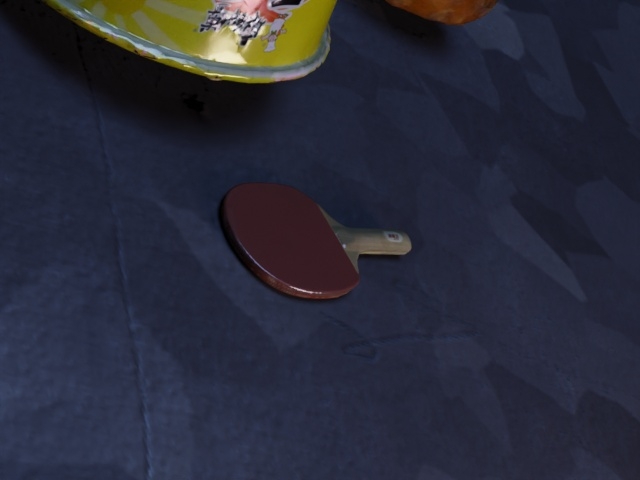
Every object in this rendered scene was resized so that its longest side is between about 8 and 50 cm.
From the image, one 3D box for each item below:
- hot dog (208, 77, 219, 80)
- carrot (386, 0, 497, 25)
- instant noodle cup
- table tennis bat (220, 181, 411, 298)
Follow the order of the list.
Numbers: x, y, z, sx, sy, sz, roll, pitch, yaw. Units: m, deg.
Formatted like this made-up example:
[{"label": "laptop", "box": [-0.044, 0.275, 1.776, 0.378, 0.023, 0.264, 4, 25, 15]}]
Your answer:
[{"label": "hot dog", "box": [-0.083, -0.144, 1.234, 0.090, 0.034, 0.030, 47, 32, 2]}, {"label": "carrot", "box": [0.057, -0.258, 1.430, 0.225, 0.159, 0.159, 51, 31, -7]}, {"label": "instant noodle cup", "box": [-0.067, -0.250, 1.175, 0.264, 0.200, 0.264, 23, 31, -15]}, {"label": "table tennis bat", "box": [0.000, 0.000, 1.189, 0.156, 0.013, 0.087, 0, 51, -47]}]
